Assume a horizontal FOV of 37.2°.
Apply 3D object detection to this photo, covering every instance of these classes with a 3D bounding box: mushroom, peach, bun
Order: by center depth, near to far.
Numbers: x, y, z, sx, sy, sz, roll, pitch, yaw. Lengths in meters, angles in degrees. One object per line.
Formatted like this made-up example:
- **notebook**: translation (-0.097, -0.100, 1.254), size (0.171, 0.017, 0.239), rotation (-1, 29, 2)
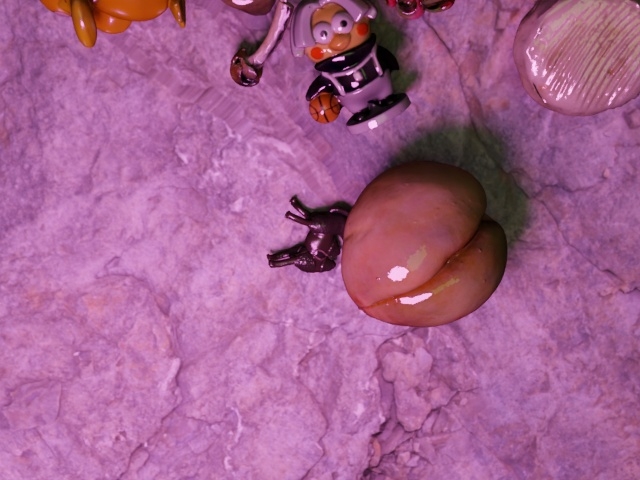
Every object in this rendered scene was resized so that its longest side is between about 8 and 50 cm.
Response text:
- **bun**: translation (0.434, -0.327, 1.583), size (0.239, 0.141, 0.239), rotation (0, 111, 0)
- **mushroom**: translation (-0.093, -0.336, 1.591), size (0.060, 0.061, 0.187), rotation (30, 122, -13)
- **peach**: translation (0.170, 0.014, 1.617), size (0.292, 0.247, 0.292), rotation (-6, 124, -10)

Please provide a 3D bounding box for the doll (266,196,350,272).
- **doll**: translation (0.000, 0.000, 1.706), size (0.165, 0.057, 0.139), rotation (17, 101, -10)

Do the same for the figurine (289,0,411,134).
- **figurine**: translation (0.036, -0.301, 1.589), size (0.176, 0.133, 0.236), rotation (-26, 107, 3)

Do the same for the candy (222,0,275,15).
- **candy**: translation (-0.092, -0.486, 1.552), size (0.102, 0.104, 0.234), rotation (20, 103, -1)

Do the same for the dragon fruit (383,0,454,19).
- **dragon fruit**: translation (0.171, -0.462, 1.529), size (0.273, 0.198, 0.218), rotation (16, 74, -29)

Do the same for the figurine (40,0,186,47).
- **figurine**: translation (-0.344, -0.421, 1.541), size (0.228, 0.215, 0.215), rotation (-25, 104, -10)
